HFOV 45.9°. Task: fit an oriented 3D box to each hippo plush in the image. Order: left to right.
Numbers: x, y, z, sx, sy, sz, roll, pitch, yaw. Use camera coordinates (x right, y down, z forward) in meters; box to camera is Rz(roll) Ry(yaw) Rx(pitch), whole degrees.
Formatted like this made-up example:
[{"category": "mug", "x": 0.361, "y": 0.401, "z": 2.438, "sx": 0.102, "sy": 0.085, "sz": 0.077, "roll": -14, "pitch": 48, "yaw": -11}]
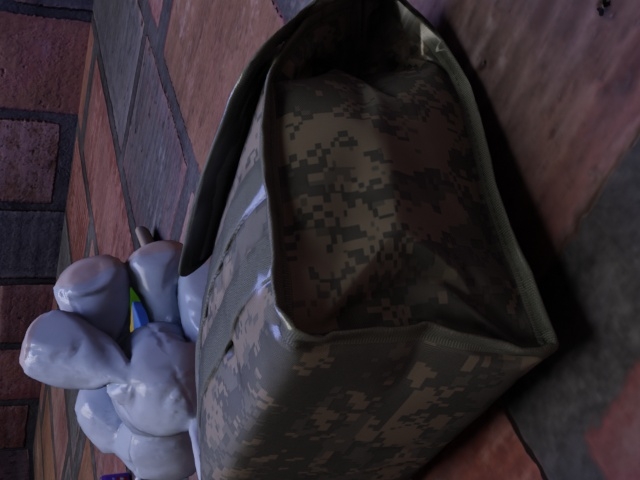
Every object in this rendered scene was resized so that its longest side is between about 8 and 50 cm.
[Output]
[{"category": "hippo plush", "x": -0.171, "y": 0.158, "z": 0.872, "sx": 0.294, "sy": 0.234, "sz": 0.236, "roll": 27, "pitch": 143, "yaw": 18}]

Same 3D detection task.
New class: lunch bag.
[{"category": "lunch bag", "x": 0.000, "y": 0.000, "z": 0.504, "sx": 0.235, "sy": 0.169, "sz": 0.287, "roll": 117, "pitch": 152, "yaw": -48}]

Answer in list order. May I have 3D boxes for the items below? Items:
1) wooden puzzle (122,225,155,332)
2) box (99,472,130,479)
[{"category": "wooden puzzle", "x": -0.293, "y": 0.191, "z": 1.204, "sx": 0.322, "sy": 0.080, "sz": 0.348, "roll": -132, "pitch": 49, "yaw": -56}, {"category": "box", "x": -0.376, "y": 0.602, "z": 1.375, "sx": 0.201, "sy": 0.057, "sz": 0.293, "roll": -59, "pitch": 38, "yaw": 44}]
